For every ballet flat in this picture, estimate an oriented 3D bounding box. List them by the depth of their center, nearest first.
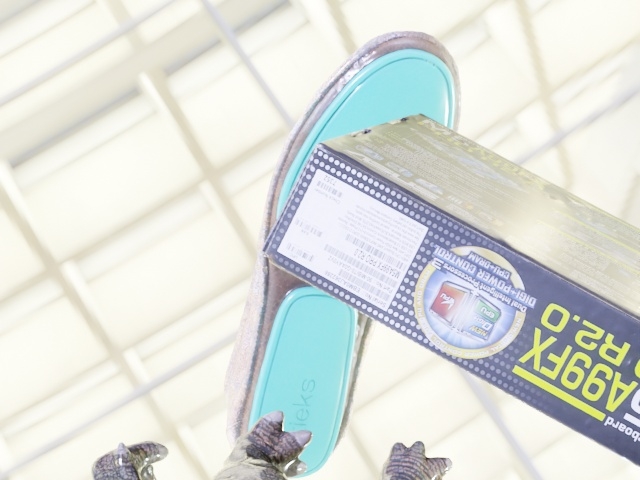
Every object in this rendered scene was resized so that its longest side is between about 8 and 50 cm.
[{"bbox_3d":[0.000,0.000,1.225,0.108,0.106,0.316,15,-70,-16],"label":"ballet flat"}]

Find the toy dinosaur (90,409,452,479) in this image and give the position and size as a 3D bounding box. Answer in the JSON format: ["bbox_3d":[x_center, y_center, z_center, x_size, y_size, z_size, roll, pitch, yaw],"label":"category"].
[{"bbox_3d":[-0.024,0.136,0.726,0.314,0.160,0.121,33,-72,-9],"label":"toy dinosaur"}]

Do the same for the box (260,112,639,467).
[{"bbox_3d":[0.127,0.032,0.904,0.060,0.270,0.216,-63,-10,13],"label":"box"}]
